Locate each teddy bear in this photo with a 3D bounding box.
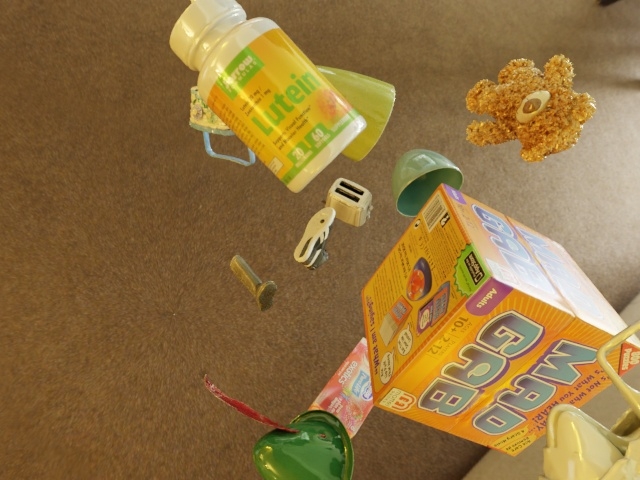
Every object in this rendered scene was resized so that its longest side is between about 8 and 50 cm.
[{"bbox_3d":[0.430,-0.305,0.949,0.113,0.245,0.337,55,34,-35],"label":"teddy bear"}]

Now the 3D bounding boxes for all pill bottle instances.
[{"bbox_3d":[-0.070,-0.193,0.573,0.245,0.136,0.136,45,71,-6],"label":"pill bottle"}]

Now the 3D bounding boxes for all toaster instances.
[{"bbox_3d":[0.113,-0.167,1.855,0.227,0.146,0.129,29,62,11],"label":"toaster"}]

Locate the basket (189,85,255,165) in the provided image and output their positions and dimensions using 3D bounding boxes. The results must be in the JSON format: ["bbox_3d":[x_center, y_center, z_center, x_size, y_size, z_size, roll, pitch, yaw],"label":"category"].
[{"bbox_3d":[-0.360,-0.432,1.627,0.201,0.255,0.288,-43,137,-39],"label":"basket"}]

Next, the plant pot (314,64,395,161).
[{"bbox_3d":[0.042,-0.441,1.428,0.294,0.275,0.274,21,75,-17],"label":"plant pot"}]

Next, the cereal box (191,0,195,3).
[{"bbox_3d":[-0.441,-0.924,1.608,0.048,0.173,0.240,-16,109,19],"label":"cereal box"}]

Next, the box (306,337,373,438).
[{"bbox_3d":[0.090,0.464,1.334,0.142,0.154,0.300,37,42,12],"label":"box"}]

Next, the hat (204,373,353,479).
[{"bbox_3d":[-0.083,0.329,0.685,0.184,0.209,0.172,36,58,-35],"label":"hat"}]

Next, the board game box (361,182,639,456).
[{"bbox_3d":[0.339,0.164,0.949,0.357,0.356,0.356,25,29,-14],"label":"board game box"}]

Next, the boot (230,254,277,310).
[{"bbox_3d":[-0.238,0.129,1.533,0.076,0.189,0.208,-19,62,-29],"label":"boot"}]

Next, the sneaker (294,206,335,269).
[{"bbox_3d":[0.000,0.000,1.510,0.216,0.079,0.121,-57,138,-12],"label":"sneaker"}]

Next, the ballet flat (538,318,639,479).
[{"bbox_3d":[0.314,0.176,0.431,0.147,0.147,0.408,41,91,-8],"label":"ballet flat"}]

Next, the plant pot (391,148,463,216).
[{"bbox_3d":[0.413,-0.265,1.823,0.291,0.290,0.195,-8,55,-19],"label":"plant pot"}]
